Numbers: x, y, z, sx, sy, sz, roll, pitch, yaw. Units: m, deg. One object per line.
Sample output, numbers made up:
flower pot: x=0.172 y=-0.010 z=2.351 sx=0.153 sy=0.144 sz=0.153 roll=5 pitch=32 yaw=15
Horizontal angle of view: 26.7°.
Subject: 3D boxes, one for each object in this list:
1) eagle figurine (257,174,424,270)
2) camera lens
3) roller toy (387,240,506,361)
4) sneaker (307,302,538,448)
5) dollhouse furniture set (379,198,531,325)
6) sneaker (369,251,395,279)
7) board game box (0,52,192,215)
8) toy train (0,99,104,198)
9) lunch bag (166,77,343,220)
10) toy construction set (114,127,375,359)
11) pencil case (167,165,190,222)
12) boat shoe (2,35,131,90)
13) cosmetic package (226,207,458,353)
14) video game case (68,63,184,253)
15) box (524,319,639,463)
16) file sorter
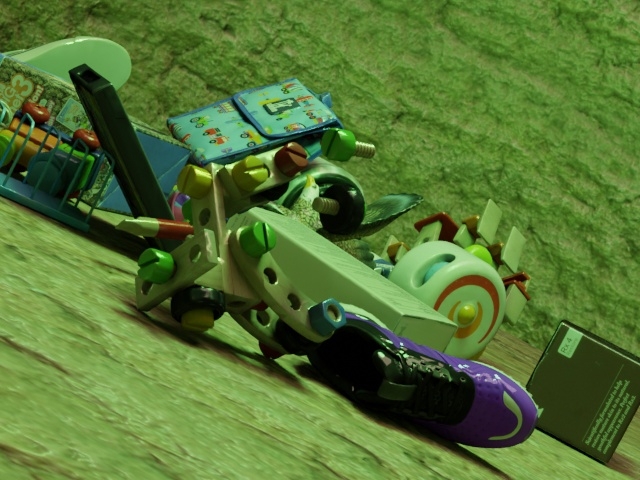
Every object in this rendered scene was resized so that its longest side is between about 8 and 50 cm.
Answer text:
eagle figurine: x=0.002 y=-0.011 z=2.206 sx=0.298 sy=0.225 sz=0.226 roll=18 pitch=-4 yaw=-18
camera lens: x=-0.059 y=-0.067 z=2.592 sx=0.219 sy=0.219 sz=0.274 roll=24 pitch=5 yaw=-36
roller toy: x=0.220 y=0.111 z=2.358 sx=0.191 sy=0.209 sz=0.146 roll=7 pitch=15 yaw=-32
sneaker: x=0.106 y=0.170 z=1.562 sx=0.293 sy=0.102 sz=0.146 roll=23 pitch=7 yaw=11
dollhouse furniture set: x=0.284 y=0.043 z=2.578 sx=0.262 sy=0.135 sz=0.259 roll=-21 pitch=-58 yaw=43
sneaker: x=0.147 y=0.096 z=2.512 sx=0.315 sy=0.127 sz=0.182 roll=22 pitch=8 yaw=-34
board game box: x=-0.397 y=-0.166 z=2.200 sx=0.291 sy=0.141 sz=0.232 roll=28 pitch=4 yaw=17
toy train: x=-0.451 y=-0.143 z=1.956 sx=0.248 sy=0.105 sz=0.143 roll=27 pitch=17 yaw=4
lunch bag: x=-0.104 y=-0.193 z=2.500 sx=0.221 sy=0.293 sz=0.138 roll=46 pitch=-20 yaw=55
toy construction set: x=-0.132 y=0.000 z=1.518 sx=0.237 sy=0.257 sz=0.309 roll=7 pitch=-5 yaw=-41
pencil case: x=-0.246 y=-0.078 z=2.394 sx=0.104 sy=0.104 sz=0.236 roll=25 pitch=5 yaw=-25
boat shoe: x=-0.523 y=-0.304 z=2.427 sx=0.340 sy=0.127 sz=0.158 roll=-16 pitch=26 yaw=-32
cosmetic package: x=0.011 y=0.076 z=1.809 sx=0.309 sy=0.113 sz=0.160 roll=35 pitch=10 yaw=33
video game case: x=-0.261 y=-0.101 z=1.849 sx=0.275 sy=0.035 sz=0.248 roll=68 pitch=-11 yaw=-19
box: x=0.427 y=0.239 z=2.191 sx=0.167 sy=0.168 sz=0.203 roll=28 pitch=4 yaw=10
file sorter: x=-0.372 y=-0.101 z=1.792 sx=0.170 sy=0.104 sz=0.118 roll=26 pitch=5 yaw=-21
